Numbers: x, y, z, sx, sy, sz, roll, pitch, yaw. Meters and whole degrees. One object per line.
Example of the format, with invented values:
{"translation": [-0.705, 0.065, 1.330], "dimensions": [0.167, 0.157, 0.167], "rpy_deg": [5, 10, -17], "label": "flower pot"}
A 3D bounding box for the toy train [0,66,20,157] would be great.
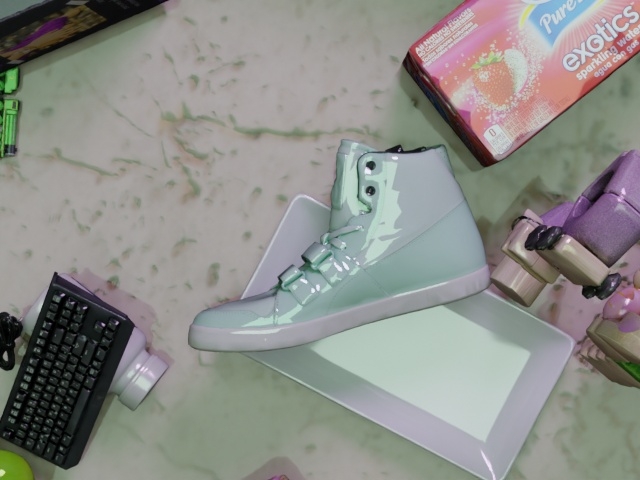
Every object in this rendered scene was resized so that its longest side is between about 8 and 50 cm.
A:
{"translation": [-0.268, -0.110, 1.667], "dimensions": [0.023, 0.017, 0.083], "rpy_deg": [3, 90, -11], "label": "toy train"}

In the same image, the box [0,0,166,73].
{"translation": [-0.278, -0.232, 1.597], "dimensions": [0.270, 0.143, 0.165], "rpy_deg": [-24, 83, 0], "label": "box"}

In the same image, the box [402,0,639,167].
{"translation": [0.202, -0.185, 1.613], "dimensions": [0.257, 0.128, 0.123], "rpy_deg": [-39, 90, 0], "label": "box"}

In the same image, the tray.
{"translation": [0.066, 0.084, 1.661], "dimensions": [0.270, 0.030, 0.145], "rpy_deg": [28, 89, 0], "label": "tray"}

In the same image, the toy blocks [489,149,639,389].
{"translation": [0.322, -0.001, 1.517], "dimensions": [0.309, 0.288, 0.260], "rpy_deg": [39, 83, -9], "label": "toy blocks"}

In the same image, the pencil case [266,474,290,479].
{"translation": [0.028, 0.372, 1.600], "dimensions": [0.386, 0.167, 0.160], "rpy_deg": [47, 122, 0], "label": "pencil case"}

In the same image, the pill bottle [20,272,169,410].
{"translation": [-0.189, 0.088, 1.642], "dimensions": [0.120, 0.067, 0.067], "rpy_deg": [38, 90, 0], "label": "pill bottle"}

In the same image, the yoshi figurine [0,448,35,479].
{"translation": [-0.408, 0.261, 1.591], "dimensions": [0.362, 0.203, 0.203], "rpy_deg": [-7, 106, -2], "label": "yoshi figurine"}

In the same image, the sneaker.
{"translation": [0.000, 0.000, 1.598], "dimensions": [0.255, 0.094, 0.151], "rpy_deg": [-16, 96, -10], "label": "sneaker"}

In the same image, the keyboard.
{"translation": [-0.226, 0.106, 1.613], "dimensions": [0.108, 0.023, 0.180], "rpy_deg": [30, 125, 6], "label": "keyboard"}
